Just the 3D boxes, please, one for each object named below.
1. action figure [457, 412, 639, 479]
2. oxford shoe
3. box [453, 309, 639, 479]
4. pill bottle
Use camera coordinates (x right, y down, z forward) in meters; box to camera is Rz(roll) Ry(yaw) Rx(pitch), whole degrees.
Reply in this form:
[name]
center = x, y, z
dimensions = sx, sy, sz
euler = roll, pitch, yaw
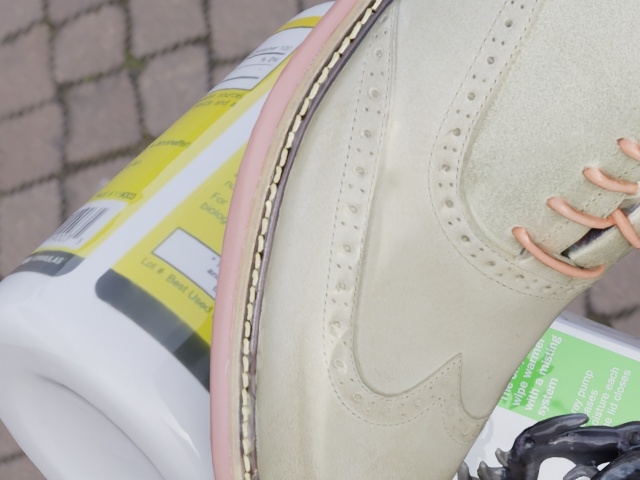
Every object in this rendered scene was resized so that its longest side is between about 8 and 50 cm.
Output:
[action figure]
center = 0.086, 0.151, 0.788
dimensions = 0.275, 0.141, 0.164
euler = -9, 53, 5
[oxford shoe]
center = 0.081, -0.042, 0.686
dimensions = 0.146, 0.140, 0.397
euler = 32, 106, 41
[box]
center = 0.134, 0.176, 1.203
dimensions = 0.231, 0.127, 0.262
euler = 22, 93, -3
[pill bottle]
center = 0.000, 0.000, 0.976
dimensions = 0.188, 0.188, 0.334
euler = 25, 57, 35
